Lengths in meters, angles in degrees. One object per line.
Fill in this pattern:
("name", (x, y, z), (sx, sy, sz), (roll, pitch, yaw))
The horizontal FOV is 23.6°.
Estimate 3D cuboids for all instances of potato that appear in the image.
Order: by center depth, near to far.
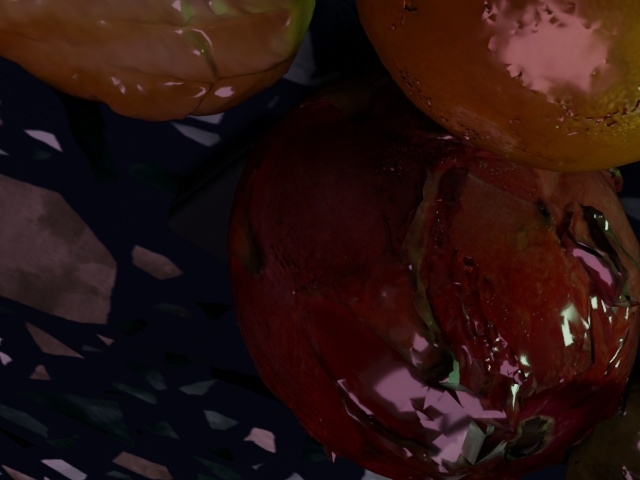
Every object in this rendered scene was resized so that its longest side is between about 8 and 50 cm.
("potato", (0.290, 0.204, 1.409), (0.117, 0.090, 0.225), (18, 141, 11))

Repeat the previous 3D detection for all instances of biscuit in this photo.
("biscuit", (-0.141, -0.199, 1.013), (0.296, 0.102, 0.296), (13, 150, 8))

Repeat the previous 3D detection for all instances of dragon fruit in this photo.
("dragon fruit", (0.084, 0.023, 1.060), (0.295, 0.302, 0.295), (-22, 143, -17))

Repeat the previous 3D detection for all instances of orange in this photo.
("orange", (0.137, -0.155, 0.828), (0.240, 0.240, 0.240), (12, 146, 8))

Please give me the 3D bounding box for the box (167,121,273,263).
("box", (0.000, 0.000, 1.280), (0.230, 0.050, 0.160), (31, 144, -20))
